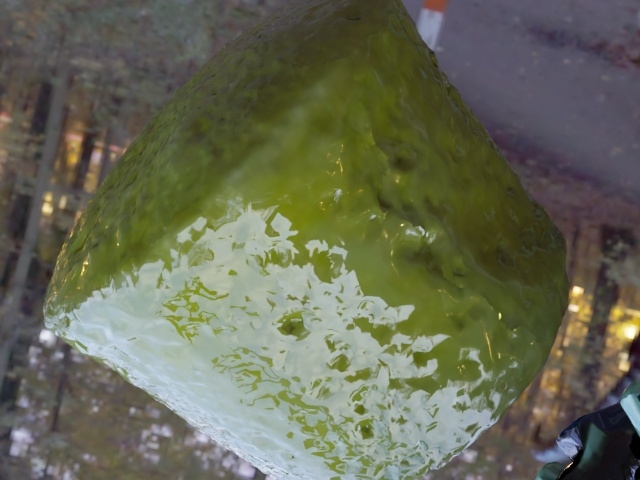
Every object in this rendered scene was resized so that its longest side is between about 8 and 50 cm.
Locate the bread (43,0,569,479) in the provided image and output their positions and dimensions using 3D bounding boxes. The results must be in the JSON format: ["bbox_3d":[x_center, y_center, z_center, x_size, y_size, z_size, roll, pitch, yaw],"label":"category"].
[{"bbox_3d":[0.000,0.000,0.872,0.308,0.348,0.348,40,173,-18],"label":"bread"}]

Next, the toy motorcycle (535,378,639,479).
[{"bbox_3d":[0.253,0.193,0.542,0.331,0.196,0.125,46,146,15],"label":"toy motorcycle"}]
